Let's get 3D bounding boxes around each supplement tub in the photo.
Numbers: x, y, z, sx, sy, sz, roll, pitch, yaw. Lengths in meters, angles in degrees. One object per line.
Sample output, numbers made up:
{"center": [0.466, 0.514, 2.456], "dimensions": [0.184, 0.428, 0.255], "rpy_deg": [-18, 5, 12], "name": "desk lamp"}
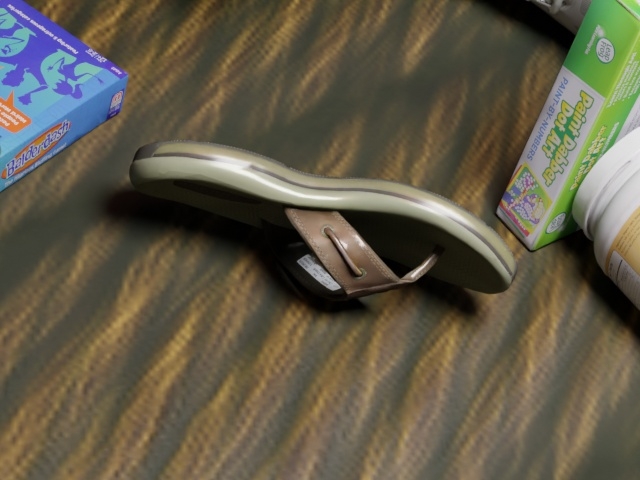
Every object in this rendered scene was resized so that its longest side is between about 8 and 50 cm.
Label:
{"center": [0.309, 0.011, 1.383], "dimensions": [0.144, 0.144, 0.199], "rpy_deg": [-18, 55, -33], "name": "supplement tub"}

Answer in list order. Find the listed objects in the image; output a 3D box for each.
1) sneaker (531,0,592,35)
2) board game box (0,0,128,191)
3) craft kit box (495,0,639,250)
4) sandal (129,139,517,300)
{"center": [0.143, -0.262, 1.613], "dimensions": [0.257, 0.169, 0.447], "rpy_deg": [-21, 48, -24], "name": "sneaker"}
{"center": [-0.279, -0.112, 1.366], "dimensions": [0.160, 0.047, 0.210], "rpy_deg": [34, 46, 15], "name": "board game box"}
{"center": [0.284, -0.125, 1.434], "dimensions": [0.247, 0.250, 0.061], "rpy_deg": [-23, 58, -37], "name": "craft kit box"}
{"center": [-0.001, 0.000, 1.328], "dimensions": [0.303, 0.120, 0.086], "rpy_deg": [13, 72, -4], "name": "sandal"}
